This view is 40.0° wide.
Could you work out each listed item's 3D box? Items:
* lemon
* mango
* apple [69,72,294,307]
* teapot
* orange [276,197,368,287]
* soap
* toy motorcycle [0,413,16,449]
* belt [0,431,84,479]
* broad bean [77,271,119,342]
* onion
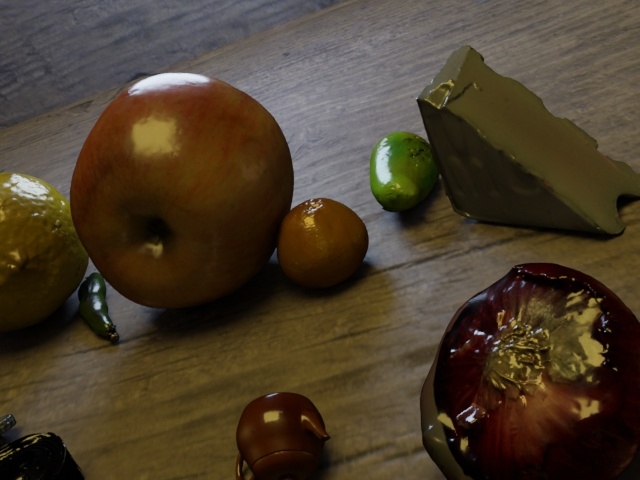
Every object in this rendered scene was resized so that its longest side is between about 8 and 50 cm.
[{"bbox_3d":[-0.605,0.021,1.683,0.336,0.336,0.336,-18,28,10],"label":"lemon"},{"bbox_3d":[0.150,-0.120,1.566,0.125,0.111,0.233,-23,25,13],"label":"mango"},{"bbox_3d":[-0.236,-0.077,1.495,0.391,0.391,0.346,-17,24,12],"label":"apple"},{"bbox_3d":[-0.049,0.255,1.069,0.173,0.116,0.116,-39,17,32],"label":"teapot"},{"bbox_3d":[0.000,0.000,1.438,0.159,0.136,0.159,-18,25,9],"label":"orange"},{"bbox_3d":[0.318,-0.157,1.342,0.302,0.258,0.159,7,39,44],"label":"soap"},{"bbox_3d":[-0.540,0.322,1.310,0.129,0.094,0.229,-23,5,0],"label":"toy motorcycle"},{"bbox_3d":[-0.419,0.355,1.190,0.198,0.078,0.151,-36,34,-26],"label":"belt"},{"bbox_3d":[-0.425,0.122,1.650,0.060,0.043,0.297,-18,27,-13],"label":"broad bean"},{"bbox_3d":[0.241,0.166,0.945,0.272,0.195,0.272,-35,42,39],"label":"onion"}]
